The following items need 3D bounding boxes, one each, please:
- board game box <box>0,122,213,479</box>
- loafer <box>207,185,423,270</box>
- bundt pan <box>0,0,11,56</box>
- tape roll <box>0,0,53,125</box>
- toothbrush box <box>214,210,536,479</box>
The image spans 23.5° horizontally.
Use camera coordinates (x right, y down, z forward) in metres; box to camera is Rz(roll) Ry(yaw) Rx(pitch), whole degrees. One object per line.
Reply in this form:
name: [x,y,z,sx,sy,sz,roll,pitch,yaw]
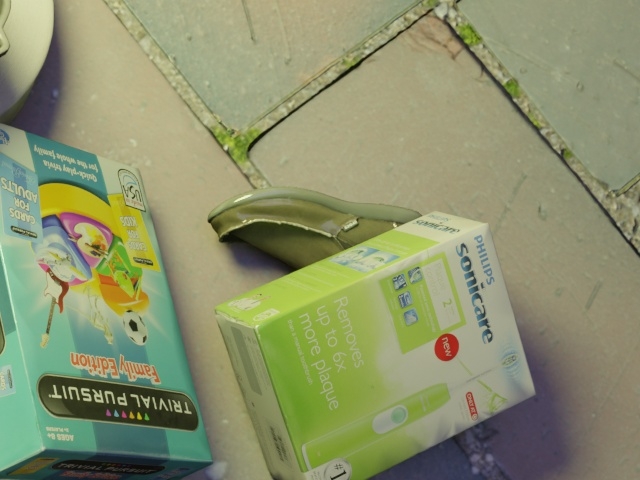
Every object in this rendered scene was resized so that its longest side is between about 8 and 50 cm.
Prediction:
board game box: [-0.244,0.066,1.501,0.254,0.079,0.336,17,51,-56]
loafer: [0.000,0.000,1.691,0.251,0.094,0.087,6,72,-16]
bundt pan: [-0.459,-0.197,1.421,0.331,0.124,0.330,13,52,-18]
tape roll: [-0.466,-0.248,1.577,0.392,0.072,0.392,12,59,-20]
toothbrush box: [0.060,0.118,1.632,0.283,0.122,0.206,-23,106,-22]
